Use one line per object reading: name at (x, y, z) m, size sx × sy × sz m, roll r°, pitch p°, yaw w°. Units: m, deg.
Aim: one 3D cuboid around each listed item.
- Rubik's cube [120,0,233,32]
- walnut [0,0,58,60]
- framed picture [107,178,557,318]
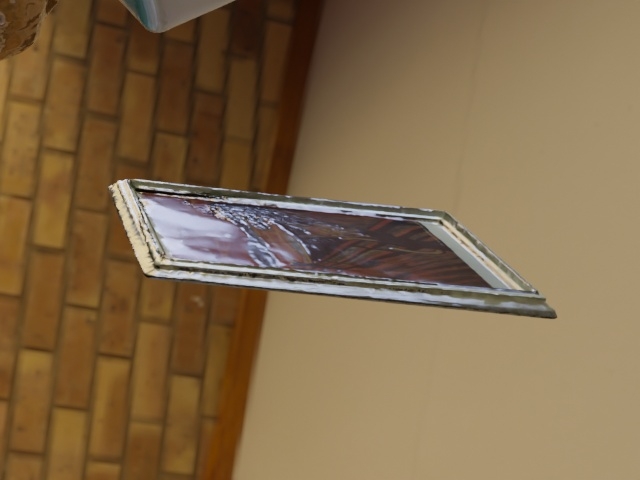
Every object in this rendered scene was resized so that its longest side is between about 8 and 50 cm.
Rubik's cube at (-0.050, -0.196, 0.511) m, size 0.265 × 0.224 × 0.213 m, roll 89°, pitch 14°, yaw -46°
walnut at (-0.181, -0.127, 0.737) m, size 0.079 × 0.096 × 0.083 m, roll -99°, pitch -163°, yaw -48°
framed picture at (0.000, 0.000, 0.995) m, size 0.216 × 0.273 × 0.016 m, roll -130°, pitch -132°, yaw -67°
